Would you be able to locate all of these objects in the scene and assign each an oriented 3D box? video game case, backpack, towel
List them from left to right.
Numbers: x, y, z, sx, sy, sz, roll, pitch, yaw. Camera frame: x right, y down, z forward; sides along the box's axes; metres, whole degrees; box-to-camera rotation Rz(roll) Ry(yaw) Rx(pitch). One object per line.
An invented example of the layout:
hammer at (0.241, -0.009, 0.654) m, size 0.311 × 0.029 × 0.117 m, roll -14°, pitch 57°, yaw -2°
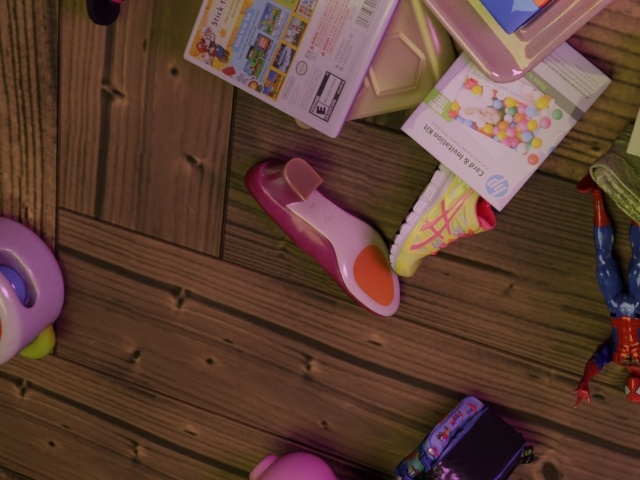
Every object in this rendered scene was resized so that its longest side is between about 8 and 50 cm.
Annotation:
video game case at (-0.029, -0.256, 1.541) m, size 0.206 × 0.026 × 0.227 m, roll 29°, pitch 122°, yaw 6°
backpack at (0.161, 0.300, 1.718) m, size 0.117 × 0.158 × 0.173 m, roll 44°, pitch 138°, yaw 9°
towel at (0.362, -0.053, 1.458) m, size 0.148 × 0.110 × 0.027 m, roll 43°, pitch 140°, yaw 3°

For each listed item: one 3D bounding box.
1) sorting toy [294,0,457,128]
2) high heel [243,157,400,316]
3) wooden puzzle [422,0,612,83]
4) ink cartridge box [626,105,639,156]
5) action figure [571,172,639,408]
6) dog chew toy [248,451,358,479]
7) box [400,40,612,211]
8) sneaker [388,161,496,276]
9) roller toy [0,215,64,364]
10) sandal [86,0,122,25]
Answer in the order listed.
sorting toy at (0.043, -0.236, 1.561) m, size 0.208 × 0.038 × 0.193 m, roll -11°, pitch 111°, yaw 25°
high heel at (0.000, 0.000, 1.693) m, size 0.244 × 0.082 × 0.117 m, roll 48°, pitch 155°, yaw -19°
wooden puzzle at (0.199, -0.371, 1.354) m, size 0.348 × 0.080 × 0.322 m, roll -40°, pitch 88°, yaw 31°
ink cartridge box at (0.379, -0.139, 1.412) m, size 0.090 × 0.092 × 0.143 m, roll 20°, pitch 122°, yaw 15°
action figure at (0.332, 0.077, 1.527) m, size 0.091 × 0.139 × 0.280 m, roll 0°, pitch 118°, yaw 27°
dog chew toy at (0.035, 0.414, 1.810) m, size 0.332 × 0.206 × 0.206 m, roll 44°, pitch 126°, yaw 8°
box at (0.201, -0.149, 1.489) m, size 0.145 × 0.038 × 0.186 m, roll 40°, pitch 106°, yaw 2°
sneaker at (0.152, -0.026, 1.588) m, size 0.094 × 0.081 × 0.208 m, roll 33°, pitch 124°, yaw 4°
roller toy at (-0.470, 0.073, 1.896) m, size 0.209 × 0.146 × 0.191 m, roll 21°, pitch 122°, yaw 15°
sandal at (-0.247, -0.315, 1.608) m, size 0.040 × 0.067 × 0.179 m, roll 17°, pitch 146°, yaw 7°
